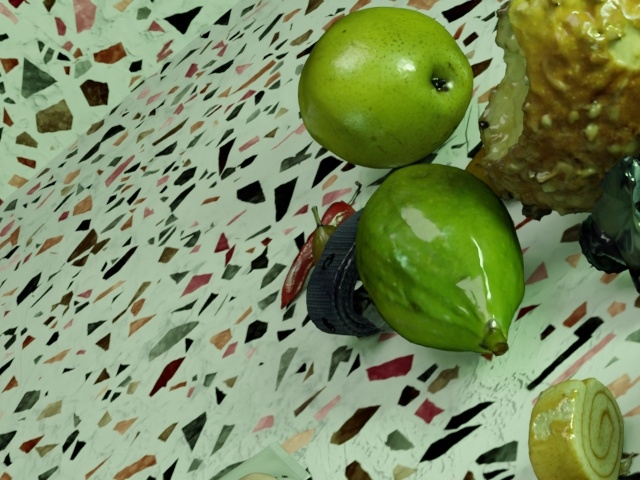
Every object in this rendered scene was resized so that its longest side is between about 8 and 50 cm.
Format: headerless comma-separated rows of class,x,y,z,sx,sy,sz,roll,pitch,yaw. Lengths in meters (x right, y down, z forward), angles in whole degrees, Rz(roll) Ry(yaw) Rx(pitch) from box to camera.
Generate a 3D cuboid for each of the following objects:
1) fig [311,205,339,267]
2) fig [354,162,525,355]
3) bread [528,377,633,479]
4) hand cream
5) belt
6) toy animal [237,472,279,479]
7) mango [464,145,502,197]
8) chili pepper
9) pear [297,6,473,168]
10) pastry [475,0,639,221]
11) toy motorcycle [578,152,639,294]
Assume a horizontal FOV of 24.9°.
fig,0.016,0.006,2.267,0.089,0.125,0.089,-31,23,15
fig,0.151,0.052,1.897,0.233,0.233,0.314,-25,35,31
bread,0.281,0.212,1.571,0.073,0.122,0.149,-19,34,33
hand cream,-0.133,0.370,1.972,0.248,0.083,0.133,-37,26,-13
belt,0.075,0.040,2.129,0.230,0.139,0.126,-53,22,-18
toy animal,-0.088,0.403,1.715,0.221,0.210,0.229,-39,9,2
mango,0.277,-0.114,2.138,0.163,0.089,0.111,-43,12,20
chili pepper,0.000,0.000,2.388,0.059,0.050,0.268,14,59,42
pear,0.109,-0.253,2.385,0.294,0.294,0.294,-32,27,19
pastry,0.377,-0.212,1.830,0.337,0.405,0.292,1,41,-5
toy motorcycle,0.407,-0.034,1.708,0.106,0.159,0.270,-16,-31,-37
